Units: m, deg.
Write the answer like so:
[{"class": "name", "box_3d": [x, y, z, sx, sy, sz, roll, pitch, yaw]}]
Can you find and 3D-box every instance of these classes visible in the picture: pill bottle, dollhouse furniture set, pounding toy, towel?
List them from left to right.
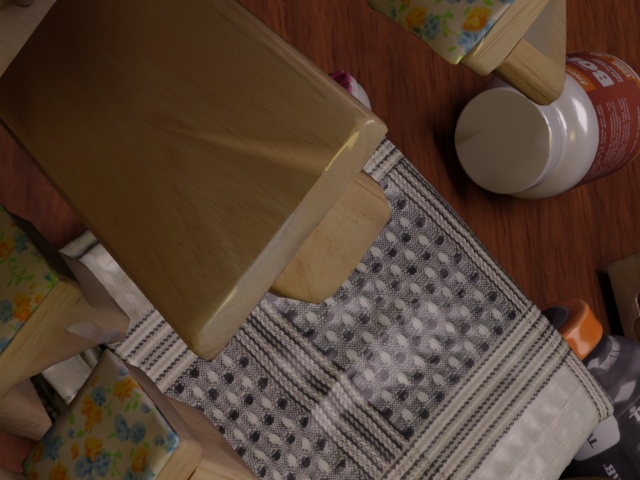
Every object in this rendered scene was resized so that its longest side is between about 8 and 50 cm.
[{"class": "dollhouse furniture set", "box_3d": [-0.135, -0.109, 0.765, 0.256, 0.362, 0.394, 30, 10, -45]}, {"class": "towel", "box_3d": [0.004, 0.076, 1.006, 0.312, 0.056, 0.324, 50, 52, -1]}, {"class": "pill bottle", "box_3d": [0.207, -0.103, 1.494, 0.216, 0.121, 0.121, -20, 87, -58]}, {"class": "pill bottle", "box_3d": [0.237, 0.168, 1.366, 0.246, 0.130, 0.130, 57, 34, -15]}, {"class": "pounding toy", "box_3d": [0.332, 0.098, 1.579, 0.206, 0.094, 0.181, 14, 59, -51]}]

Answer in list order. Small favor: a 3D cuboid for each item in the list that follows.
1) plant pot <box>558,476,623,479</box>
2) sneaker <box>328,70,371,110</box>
[{"class": "plant pot", "box_3d": [0.193, 0.264, 1.189, 0.237, 0.237, 0.254, 67, 17, 0]}, {"class": "sneaker", "box_3d": [0.000, 0.000, 1.161, 0.111, 0.103, 0.252, 37, 52, -41]}]
